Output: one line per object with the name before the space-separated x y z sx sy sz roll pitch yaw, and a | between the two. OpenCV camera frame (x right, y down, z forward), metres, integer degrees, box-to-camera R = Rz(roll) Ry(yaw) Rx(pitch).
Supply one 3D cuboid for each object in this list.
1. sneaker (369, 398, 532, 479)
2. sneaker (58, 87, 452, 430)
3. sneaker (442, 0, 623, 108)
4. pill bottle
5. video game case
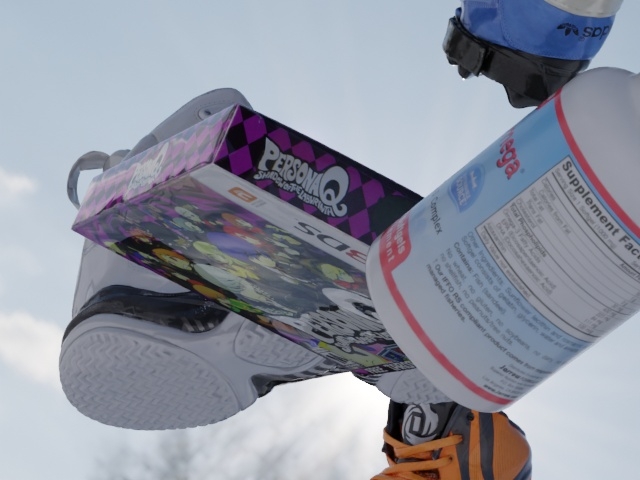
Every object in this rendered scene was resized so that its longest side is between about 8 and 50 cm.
sneaker | 0.045 0.206 1.578 0.125 0.321 0.180 9 -82 48
sneaker | 0.000 0.000 1.334 0.137 0.366 0.210 88 -7 -56
sneaker | 0.070 -0.117 0.866 0.152 0.058 0.084 48 -47 35
pill bottle | 0.101 -0.010 0.760 0.160 0.087 0.087 -40 -83 24
video game case | -0.006 0.008 1.077 0.210 0.042 0.232 28 -18 -19
